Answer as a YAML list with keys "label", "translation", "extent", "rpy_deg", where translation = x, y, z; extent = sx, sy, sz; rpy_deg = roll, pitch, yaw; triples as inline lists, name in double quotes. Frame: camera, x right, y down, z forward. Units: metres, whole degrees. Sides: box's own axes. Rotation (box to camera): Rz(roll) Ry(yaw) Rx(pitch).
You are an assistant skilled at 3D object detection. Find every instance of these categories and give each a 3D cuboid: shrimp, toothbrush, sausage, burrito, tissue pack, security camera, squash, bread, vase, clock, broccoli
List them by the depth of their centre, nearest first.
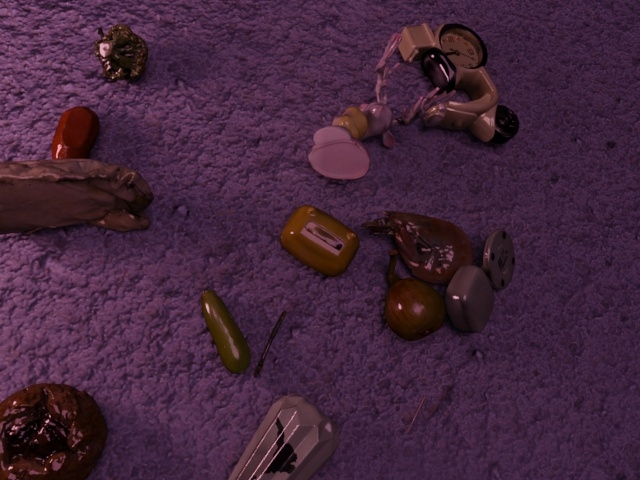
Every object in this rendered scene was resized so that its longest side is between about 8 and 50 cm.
- label: "bread"
  translation: [-0.530, 0.381, 1.042]
  extent: [0.230, 0.123, 0.230]
  rpy_deg: [3, 73, -11]
- label: "vase"
  translation: [-0.118, 0.488, 1.109]
  extent: [0.165, 0.165, 0.360]
  rpy_deg: [41, 72, 0]
- label: "burrito"
  translation: [-0.528, -0.103, 1.166]
  extent: [0.331, 0.190, 0.135]
  rpy_deg: [-3, 50, -20]
- label: "squash"
  translation: [-0.211, 0.199, 1.214]
  extent: [0.066, 0.066, 0.201]
  rpy_deg: [-22, 75, -20]
- label: "sausage"
  translation: [-0.552, -0.235, 1.244]
  extent: [0.089, 0.089, 0.179]
  rpy_deg: [9, 62, -12]
- label: "toothbrush"
  translation: [0.226, 0.409, 1.293]
  extent: [0.006, 0.008, 0.097]
  rpy_deg: [39, 66, -16]
- label: "tissue pack"
  translation: [0.000, 0.000, 1.295]
  extent: [0.178, 0.127, 0.123]
  rpy_deg: [32, 71, -3]
- label: "broccoli"
  translation: [-0.475, -0.446, 1.310]
  extent: [0.130, 0.120, 0.131]
  rpy_deg: [10, 104, 9]
- label: "shrimp"
  translation: [0.245, 0.015, 1.384]
  extent: [0.317, 0.077, 0.168]
  rpy_deg: [11, 73, -15]
- label: "security camera"
  translation: [0.406, 0.094, 1.389]
  extent: [0.301, 0.080, 0.157]
  rpy_deg: [-49, 123, -33]
- label: "clock"
  translation: [0.379, -0.433, 1.540]
  extent: [0.276, 0.120, 0.379]
  rpy_deg: [-12, 72, -22]

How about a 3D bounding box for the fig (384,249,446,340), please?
- label: "fig"
  translation: [0.203, 0.148, 1.310]
  extent: [0.142, 0.148, 0.186]
  rpy_deg: [-42, 49, -8]

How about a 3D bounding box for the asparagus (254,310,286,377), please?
- label: "asparagus"
  translation: [-0.114, 0.233, 1.254]
  extent: [0.016, 0.013, 0.166]
  rpy_deg: [23, 68, 5]

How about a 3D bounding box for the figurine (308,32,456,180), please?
- label: "figurine"
  translation: [0.148, -0.304, 1.360]
  extent: [0.206, 0.284, 0.316]
  rpy_deg: [40, 56, -2]
